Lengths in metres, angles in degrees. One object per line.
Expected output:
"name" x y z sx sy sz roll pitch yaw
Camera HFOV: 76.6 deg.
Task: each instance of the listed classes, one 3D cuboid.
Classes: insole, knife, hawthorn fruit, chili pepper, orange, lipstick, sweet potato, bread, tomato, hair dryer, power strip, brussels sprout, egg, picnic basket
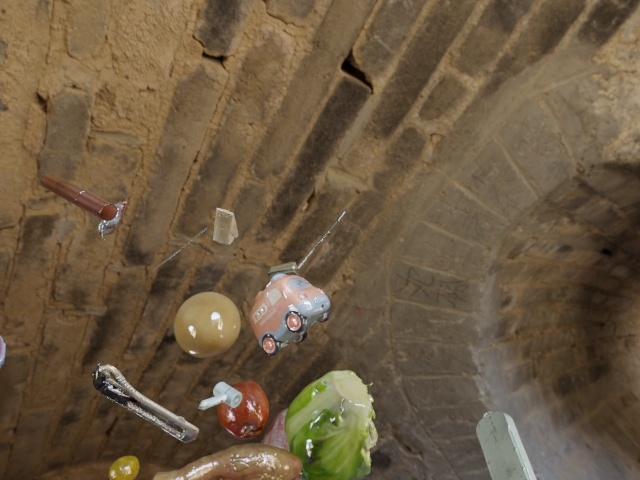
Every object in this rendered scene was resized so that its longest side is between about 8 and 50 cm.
"insole" -0.467 0.029 1.349 0.086 0.005 0.253 -21 20 48
"knife" -0.504 0.482 1.171 0.089 0.043 0.365 -41 -73 16
"hawthorn fruit" -0.309 0.703 1.640 0.210 0.262 0.211 -7 -65 -16
"chili pepper" -0.691 -0.068 1.343 0.050 0.041 0.153 30 -73 -36
"orange" -0.637 0.748 1.321 0.085 0.085 0.095 -45 -3 19
"lipstick" -0.749 -0.138 1.245 0.057 0.356 0.057 -39 -39 -41
"sweet potato" -0.210 0.560 0.998 0.384 0.109 0.109 13 -52 -27
"bread" -0.365 -0.069 1.596 0.077 0.105 0.152 20 -61 4
"tomato" -0.086 0.849 1.662 0.282 0.317 0.316 -43 -35 6
"hair dryer" -0.303 0.459 1.176 0.137 0.081 0.047 4 -79 -58
"power strip" 0.360 0.434 0.767 0.029 0.227 0.080 28 -58 -20
"brussels sprout" 0.040 0.615 1.312 0.314 0.276 0.372 3 -71 -3
"egg" -0.521 0.391 1.873 0.300 0.301 0.374 -26 8 -8
"picnic basket" -0.186 0.262 2.246 0.165 0.139 0.267 -13 -70 1

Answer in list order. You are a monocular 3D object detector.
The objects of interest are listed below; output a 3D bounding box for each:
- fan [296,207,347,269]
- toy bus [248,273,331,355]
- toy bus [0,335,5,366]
"fan" 0.004 -0.008 1.551 0.294 0.012 0.223 -50 3 -2
"toy bus" -0.120 0.242 1.414 0.288 0.232 0.194 -48 -23 24
"toy bus" -0.991 0.287 1.028 0.293 0.197 0.232 -4 -50 -26
